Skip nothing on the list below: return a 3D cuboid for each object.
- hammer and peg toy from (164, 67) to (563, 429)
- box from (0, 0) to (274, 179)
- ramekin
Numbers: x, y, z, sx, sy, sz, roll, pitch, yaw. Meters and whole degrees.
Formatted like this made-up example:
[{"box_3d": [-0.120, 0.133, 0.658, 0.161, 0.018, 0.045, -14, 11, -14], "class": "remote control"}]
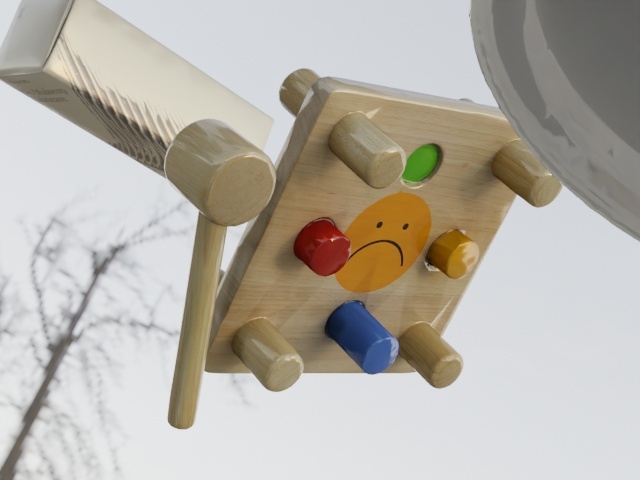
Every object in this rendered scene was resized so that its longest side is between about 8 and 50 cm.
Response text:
[{"box_3d": [0.000, 0.000, 1.140, 0.361, 0.266, 0.127, 3, 31, -42], "class": "hammer and peg toy"}, {"box_3d": [-0.186, -0.145, 1.498, 0.275, 0.094, 0.113, 30, -17, -37], "class": "box"}, {"box_3d": [0.223, -0.103, 0.701, 0.277, 0.135, 0.277, 30, -24, 15], "class": "ramekin"}]
